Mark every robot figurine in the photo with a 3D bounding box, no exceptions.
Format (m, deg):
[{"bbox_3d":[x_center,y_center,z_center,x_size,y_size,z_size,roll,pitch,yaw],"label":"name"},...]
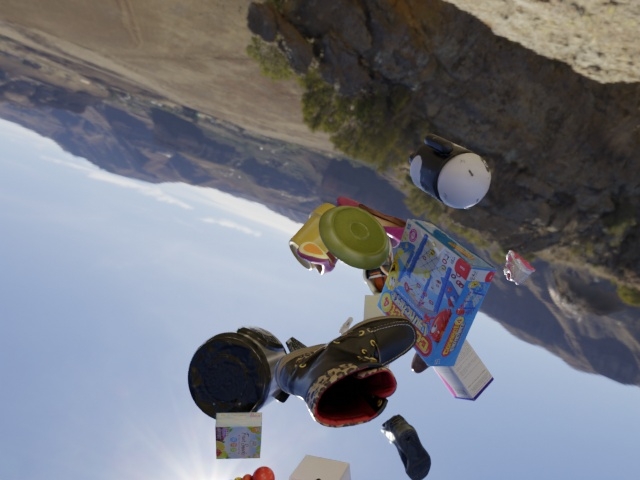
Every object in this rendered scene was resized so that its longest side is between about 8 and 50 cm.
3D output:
[{"bbox_3d":[0.385,-0.207,1.485,0.209,0.173,0.278,11,-160,-29],"label":"robot figurine"}]

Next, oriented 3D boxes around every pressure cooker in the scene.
[{"bbox_3d":[-0.337,0.563,2.148,0.376,0.369,0.420,-16,170,11],"label":"pressure cooker"}]

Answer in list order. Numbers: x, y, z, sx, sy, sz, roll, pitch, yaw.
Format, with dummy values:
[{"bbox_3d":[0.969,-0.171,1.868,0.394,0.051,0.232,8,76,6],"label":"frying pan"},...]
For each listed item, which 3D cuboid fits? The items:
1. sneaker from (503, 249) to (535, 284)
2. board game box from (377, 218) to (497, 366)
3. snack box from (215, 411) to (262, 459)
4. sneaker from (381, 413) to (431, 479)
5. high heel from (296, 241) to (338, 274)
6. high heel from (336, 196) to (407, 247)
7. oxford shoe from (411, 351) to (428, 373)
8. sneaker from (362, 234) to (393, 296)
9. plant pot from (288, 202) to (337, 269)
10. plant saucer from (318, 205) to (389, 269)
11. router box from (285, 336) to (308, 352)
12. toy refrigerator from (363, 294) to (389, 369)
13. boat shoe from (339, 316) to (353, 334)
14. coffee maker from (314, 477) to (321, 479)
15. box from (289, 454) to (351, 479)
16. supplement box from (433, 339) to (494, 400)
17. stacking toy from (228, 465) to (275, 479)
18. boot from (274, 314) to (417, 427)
[{"bbox_3d":[0.875,0.123,2.225,0.103,0.111,0.252,36,-164,4],"label":"sneaker"},{"bbox_3d":[0.306,0.137,1.378,0.086,0.301,0.308,6,-158,-26],"label":"board game box"},{"bbox_3d":[-0.313,0.750,1.890,0.175,0.207,0.070,3,-146,-8],"label":"snack box"},{"bbox_3d":[0.258,0.615,1.487,0.227,0.087,0.130,65,171,-22],"label":"sneaker"},{"bbox_3d":[-0.023,0.069,1.603,0.082,0.117,0.244,48,-159,20],"label":"high heel"},{"bbox_3d":[0.260,-0.119,2.277,0.377,0.127,0.181,31,142,-11],"label":"high heel"},{"bbox_3d":[0.498,0.500,2.230,0.097,0.271,0.098,36,-167,11],"label":"oxford shoe"},{"bbox_3d":[0.228,0.079,1.995,0.126,0.320,0.127,-16,-177,29],"label":"sneaker"},{"bbox_3d":[0.000,0.000,2.188,0.254,0.239,0.254,43,157,24],"label":"plant pot"},{"bbox_3d":[0.111,-0.021,1.493,0.241,0.037,0.240,15,-132,-17],"label":"plant saucer"},{"bbox_3d":[-0.068,0.415,1.797,0.122,0.038,0.092,45,-173,-44],"label":"router box"},{"bbox_3d":[0.209,0.334,1.783,0.094,0.269,0.102,1,174,20],"label":"toy refrigerator"},{"bbox_3d":[0.121,0.409,2.352,0.035,0.100,0.035,33,157,5],"label":"boat shoe"},{"bbox_3d":[-0.055,0.735,1.324,0.178,0.120,0.171,-17,165,-24],"label":"coffee maker"},{"bbox_3d":[0.013,1.128,2.097,0.215,0.344,0.168,0,-168,25],"label":"box"},{"bbox_3d":[0.445,0.402,1.626,0.220,0.114,0.111,54,157,-3],"label":"supplement box"},{"bbox_3d":[-0.325,0.968,1.879,0.141,0.331,0.141,63,-178,-5],"label":"stacking toy"},{"bbox_3d":[0.099,0.289,1.131,0.378,0.138,0.284,-14,-175,-15],"label":"boot"}]
